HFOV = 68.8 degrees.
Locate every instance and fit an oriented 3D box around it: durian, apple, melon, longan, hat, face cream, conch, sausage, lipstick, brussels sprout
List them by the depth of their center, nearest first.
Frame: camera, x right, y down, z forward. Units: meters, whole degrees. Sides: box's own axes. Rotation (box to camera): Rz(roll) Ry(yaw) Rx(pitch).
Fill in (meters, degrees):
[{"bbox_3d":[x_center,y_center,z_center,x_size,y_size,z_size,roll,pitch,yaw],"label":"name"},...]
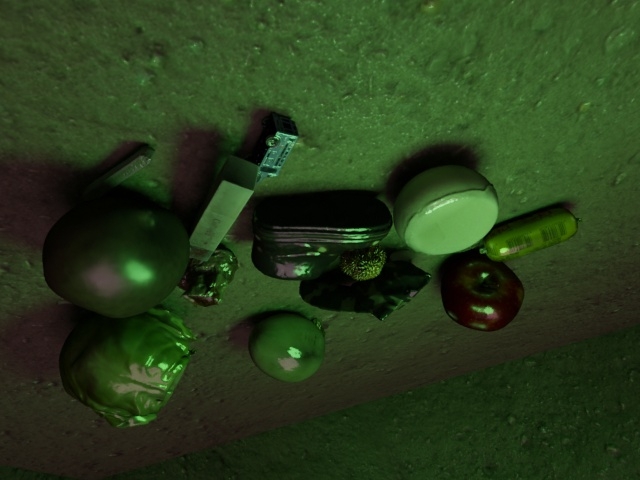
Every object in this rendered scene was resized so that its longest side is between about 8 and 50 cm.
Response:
[{"bbox_3d":[-0.456,0.037,1.072,0.289,0.288,0.350,-22,168,10],"label":"longan"},{"bbox_3d":[-0.251,-0.063,1.127,0.076,0.079,0.371,20,146,-20],"label":"lipstick"},{"bbox_3d":[0.126,0.045,1.431,0.137,0.158,0.168,13,164,-14],"label":"durian"},{"bbox_3d":[-0.610,0.369,1.465,0.361,0.342,0.425,28,128,-11],"label":"brussels sprout"},{"bbox_3d":[0.143,0.142,1.549,0.257,0.382,0.366,-65,168,1],"label":"hat"},{"bbox_3d":[0.712,-0.019,1.597,0.348,0.123,0.123,-19,146,6],"label":"sausage"},{"bbox_3d":[0.277,0.108,1.669,0.084,0.057,0.198,-10,144,-7],"label":"face cream"},{"bbox_3d":[0.578,0.194,1.710,0.289,0.287,0.317,-18,160,4],"label":"apple"},{"bbox_3d":[-0.121,0.403,1.759,0.308,0.271,0.271,0,144,-33],"label":"melon"},{"bbox_3d":[-0.024,0.374,1.910,0.089,0.074,0.121,-34,135,-37],"label":"conch"}]

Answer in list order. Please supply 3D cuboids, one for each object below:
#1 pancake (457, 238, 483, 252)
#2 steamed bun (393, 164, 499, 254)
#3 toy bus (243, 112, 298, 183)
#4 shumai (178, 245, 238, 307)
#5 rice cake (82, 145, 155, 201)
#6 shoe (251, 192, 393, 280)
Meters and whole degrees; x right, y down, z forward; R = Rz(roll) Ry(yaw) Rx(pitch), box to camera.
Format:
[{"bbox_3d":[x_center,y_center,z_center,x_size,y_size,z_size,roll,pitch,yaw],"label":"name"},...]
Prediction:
[{"bbox_3d":[0.492,-0.006,1.617,0.158,0.028,0.158,-8,144,-6],"label":"pancake"},{"bbox_3d":[0.333,-0.097,1.289,0.283,0.177,0.282,-9,141,-7],"label":"steamed bun"},{"bbox_3d":[-0.114,-0.199,1.060,0.076,0.073,0.167,7,140,-30],"label":"toy bus"},{"bbox_3d":[-0.335,0.116,1.333,0.206,0.175,0.166,-20,146,12],"label":"shumai"},{"bbox_3d":[-0.445,-0.146,1.031,0.207,0.047,0.036,-28,140,19],"label":"rice cake"},{"bbox_3d":[0.000,0.000,1.299,0.385,0.171,0.237,-5,138,-13],"label":"shoe"}]
